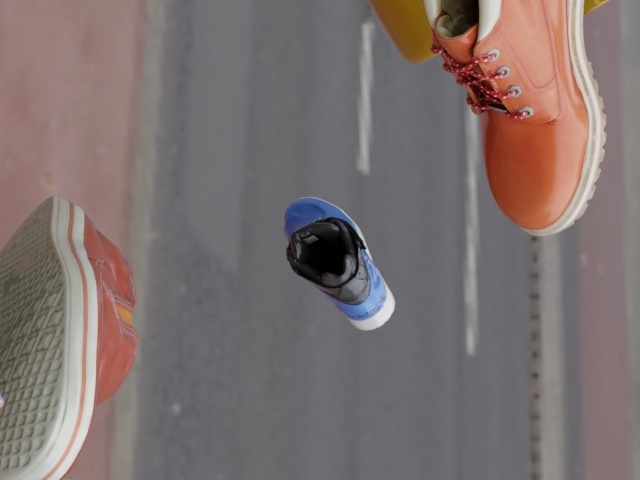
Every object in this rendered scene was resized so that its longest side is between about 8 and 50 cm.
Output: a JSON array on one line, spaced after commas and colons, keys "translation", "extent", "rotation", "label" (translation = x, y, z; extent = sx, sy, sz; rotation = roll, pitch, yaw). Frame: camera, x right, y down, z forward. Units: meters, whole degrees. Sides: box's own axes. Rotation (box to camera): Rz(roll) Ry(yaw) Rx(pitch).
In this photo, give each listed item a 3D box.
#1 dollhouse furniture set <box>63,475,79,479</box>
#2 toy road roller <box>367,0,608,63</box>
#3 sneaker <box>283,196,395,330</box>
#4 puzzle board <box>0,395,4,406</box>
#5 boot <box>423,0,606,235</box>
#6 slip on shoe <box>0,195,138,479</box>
[{"translation": [-0.244, 0.184, 1.171], "extent": [0.256, 0.394, 0.362], "rotation": [-52, 169, 5], "label": "dollhouse furniture set"}, {"translation": [0.167, -0.296, 1.775], "extent": [0.202, 0.240, 0.329], "rotation": [57, 1, -6], "label": "toy road roller"}, {"translation": [0.001, -0.001, 1.364], "extent": [0.084, 0.058, 0.152], "rotation": [51, 6, -47], "label": "sneaker"}, {"translation": [-0.210, 0.063, 0.839], "extent": [0.096, 0.011, 0.128], "rotation": [61, 27, -6], "label": "puzzle board"}, {"translation": [0.077, -0.072, 0.734], "extent": [0.084, 0.059, 0.158], "rotation": [-23, 113, -45], "label": "boot"}, {"translation": [-0.168, 0.071, 1.145], "extent": [0.101, 0.123, 0.331], "rotation": [39, 12, -19], "label": "slip on shoe"}]
